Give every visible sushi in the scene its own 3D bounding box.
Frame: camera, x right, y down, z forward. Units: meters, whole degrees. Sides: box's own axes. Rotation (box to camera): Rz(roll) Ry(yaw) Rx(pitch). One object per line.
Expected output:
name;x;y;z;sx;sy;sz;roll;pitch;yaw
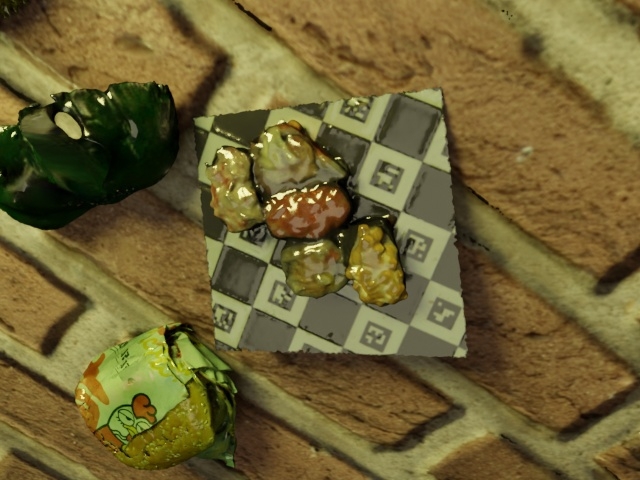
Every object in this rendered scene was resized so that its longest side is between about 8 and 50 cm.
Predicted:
sushi;0.000;0.000;0.636;0.293;0.059;0.292;-4;101;11

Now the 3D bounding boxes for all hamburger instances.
hamburger;-0.202;0.232;0.813;0.214;0.125;0.235;-19;101;30

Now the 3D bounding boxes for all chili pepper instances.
chili pepper;-0.273;-0.085;0.651;0.264;0.116;0.148;-16;119;19

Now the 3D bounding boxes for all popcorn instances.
popcorn;-0.044;0.096;0.744;0.084;0.084;0.084;4;120;8

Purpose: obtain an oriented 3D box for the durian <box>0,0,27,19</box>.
durian;-0.346;-0.275;0.596;0.215;0.086;0.100;-25;79;18
